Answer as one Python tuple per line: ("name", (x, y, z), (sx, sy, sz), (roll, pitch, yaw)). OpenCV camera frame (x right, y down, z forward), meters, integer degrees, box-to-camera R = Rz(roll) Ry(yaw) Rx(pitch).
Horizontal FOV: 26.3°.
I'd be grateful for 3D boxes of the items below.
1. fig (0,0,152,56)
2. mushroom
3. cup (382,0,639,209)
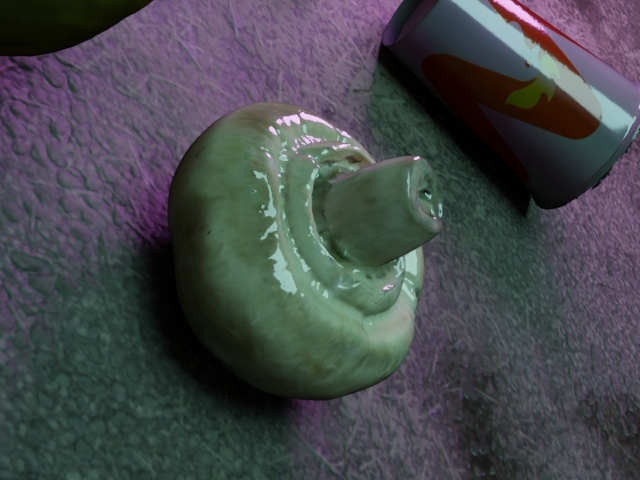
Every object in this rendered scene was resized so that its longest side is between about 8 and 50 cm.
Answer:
("fig", (-0.245, -0.316, 1.021), (0.343, 0.343, 0.343), (31, 43, -33))
("mushroom", (0.000, 0.000, 1.156), (0.260, 0.234, 0.254), (46, 40, -17))
("cup", (0.225, -0.197, 1.646), (0.288, 0.203, 0.203), (37, 39, -17))
